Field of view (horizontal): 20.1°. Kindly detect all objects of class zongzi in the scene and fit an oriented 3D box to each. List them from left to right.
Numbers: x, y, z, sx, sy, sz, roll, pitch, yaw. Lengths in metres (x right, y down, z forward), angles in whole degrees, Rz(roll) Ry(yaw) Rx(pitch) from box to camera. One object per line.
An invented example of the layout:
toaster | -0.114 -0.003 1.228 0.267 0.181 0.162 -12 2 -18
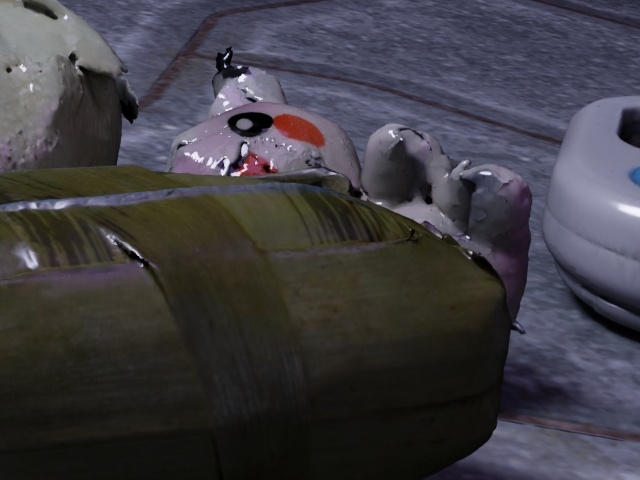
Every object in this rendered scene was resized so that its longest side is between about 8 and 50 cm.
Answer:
zongzi | -0.081 0.021 0.712 0.251 0.125 0.274 -2 15 -27

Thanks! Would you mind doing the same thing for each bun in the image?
bun | -0.208 -0.072 0.890 0.239 0.141 0.239 7 15 -2

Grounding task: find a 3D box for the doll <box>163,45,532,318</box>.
doll | 0.000 0.000 0.823 0.192 0.149 0.095 23 -19 18

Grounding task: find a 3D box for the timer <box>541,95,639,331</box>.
timer | 0.254 -0.003 0.976 0.262 0.087 0.237 12 19 9
